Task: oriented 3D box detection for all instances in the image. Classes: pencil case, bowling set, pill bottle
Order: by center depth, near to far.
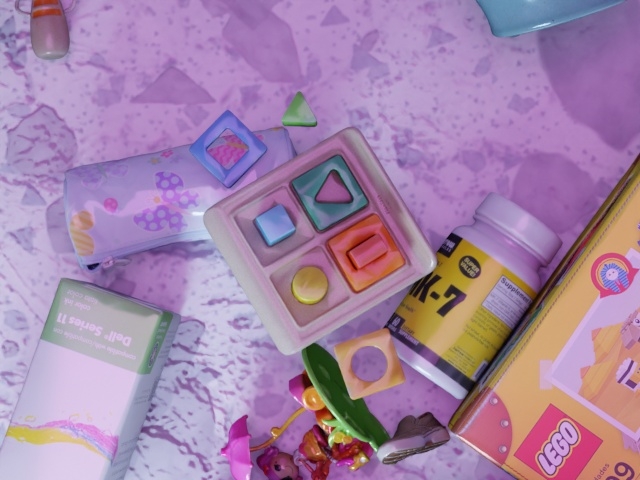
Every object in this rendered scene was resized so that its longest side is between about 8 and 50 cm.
[{"bbox_3d":[0.167,0.059,1.798,0.119,0.119,0.208,35,88,4],"label":"pill bottle"},{"bbox_3d":[-0.423,-0.280,1.810,0.287,0.200,0.154,-7,83,-2],"label":"bowling set"},{"bbox_3d":[-0.150,-0.047,1.814,0.273,0.113,0.124,-13,45,-1],"label":"pencil case"}]

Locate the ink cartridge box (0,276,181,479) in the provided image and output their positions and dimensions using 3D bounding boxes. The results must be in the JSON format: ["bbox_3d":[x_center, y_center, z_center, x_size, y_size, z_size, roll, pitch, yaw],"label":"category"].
[{"bbox_3d":[-0.270,0.225,1.759,0.119,0.207,0.353,19,87,2],"label":"ink cartridge box"}]

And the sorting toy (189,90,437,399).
[{"bbox_3d":[0.000,0.000,1.729,0.196,0.047,0.347,-31,86,-2],"label":"sorting toy"}]

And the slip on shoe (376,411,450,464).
[{"bbox_3d":[0.097,0.213,1.788,0.051,0.135,0.041,-33,75,30],"label":"slip on shoe"}]

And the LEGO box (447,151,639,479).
[{"bbox_3d":[0.431,0.107,1.748,0.372,0.193,0.500,35,88,3],"label":"LEGO box"}]

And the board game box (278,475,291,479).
[{"bbox_3d":[-0.043,0.365,1.793,0.126,0.026,0.186,-29,90,24],"label":"board game box"}]

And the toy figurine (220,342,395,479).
[{"bbox_3d":[-0.026,0.224,1.816,0.159,0.130,0.173,-36,110,13],"label":"toy figurine"}]

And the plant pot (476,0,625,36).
[{"bbox_3d":[0.238,-0.365,1.765,0.272,0.271,0.255,-19,100,1],"label":"plant pot"}]
